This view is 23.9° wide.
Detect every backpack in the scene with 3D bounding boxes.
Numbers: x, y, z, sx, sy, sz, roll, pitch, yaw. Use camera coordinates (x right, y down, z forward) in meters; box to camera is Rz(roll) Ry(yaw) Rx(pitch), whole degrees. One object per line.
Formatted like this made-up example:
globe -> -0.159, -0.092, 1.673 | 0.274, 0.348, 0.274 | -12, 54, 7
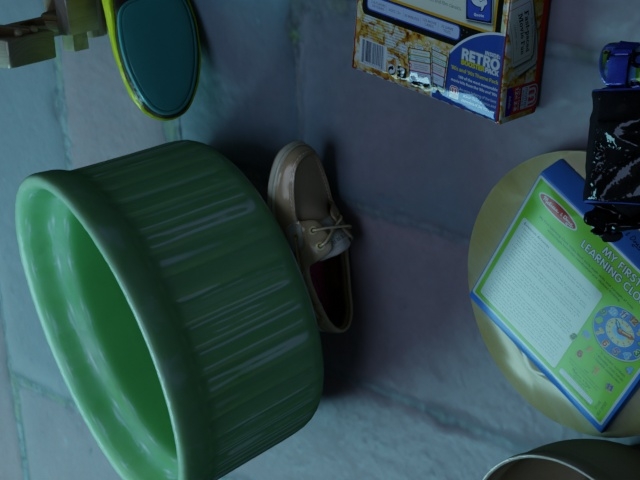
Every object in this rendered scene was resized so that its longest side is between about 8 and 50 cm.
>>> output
backpack -> 0.254, -0.052, 0.865 | 0.173, 0.158, 0.116 | 3, 91, 33

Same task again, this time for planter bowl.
planter bowl -> 0.201, 0.207, 1.061 | 0.162, 0.109, 0.162 | 21, 120, 41

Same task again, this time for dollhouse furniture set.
dollhouse furniture set -> -0.266, -0.234, 1.357 | 0.144, 0.151, 0.123 | 12, 115, 42

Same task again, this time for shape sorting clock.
shape sorting clock -> 0.187, 0.037, 1.057 | 0.206, 0.040, 0.206 | 22, 121, 42

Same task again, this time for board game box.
board game box -> 0.092, -0.196, 1.059 | 0.147, 0.045, 0.193 | 27, 124, 39

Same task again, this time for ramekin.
ramekin -> -0.126, 0.062, 1.281 | 0.303, 0.148, 0.303 | 46, 149, 39

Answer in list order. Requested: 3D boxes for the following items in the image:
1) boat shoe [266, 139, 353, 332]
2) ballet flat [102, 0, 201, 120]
boat shoe -> 0.000, 0.000, 1.237 | 0.059, 0.063, 0.170 | 18, 128, 39
ballet flat -> -0.159, -0.216, 1.319 | 0.077, 0.077, 0.231 | 176, 79, -70
